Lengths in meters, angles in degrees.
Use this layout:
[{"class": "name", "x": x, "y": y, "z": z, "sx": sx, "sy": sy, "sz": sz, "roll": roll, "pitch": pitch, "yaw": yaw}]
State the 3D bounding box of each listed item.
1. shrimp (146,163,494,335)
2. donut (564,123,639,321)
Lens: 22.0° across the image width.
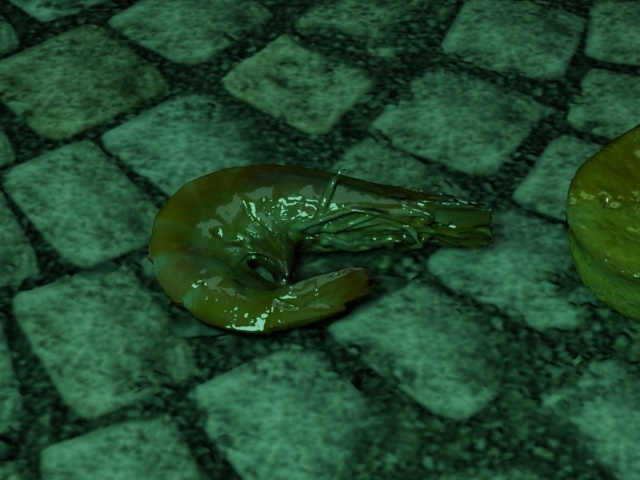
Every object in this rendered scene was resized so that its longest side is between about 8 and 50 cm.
[{"class": "shrimp", "x": 0.000, "y": 0.000, "z": 1.172, "sx": 0.249, "sy": 0.068, "sz": 0.150, "roll": -8, "pitch": 54, "yaw": -1}, {"class": "donut", "x": 0.264, "y": -0.008, "z": 1.165, "sx": 0.174, "sy": 0.074, "sz": 0.190, "roll": 28, "pitch": 53, "yaw": 27}]
